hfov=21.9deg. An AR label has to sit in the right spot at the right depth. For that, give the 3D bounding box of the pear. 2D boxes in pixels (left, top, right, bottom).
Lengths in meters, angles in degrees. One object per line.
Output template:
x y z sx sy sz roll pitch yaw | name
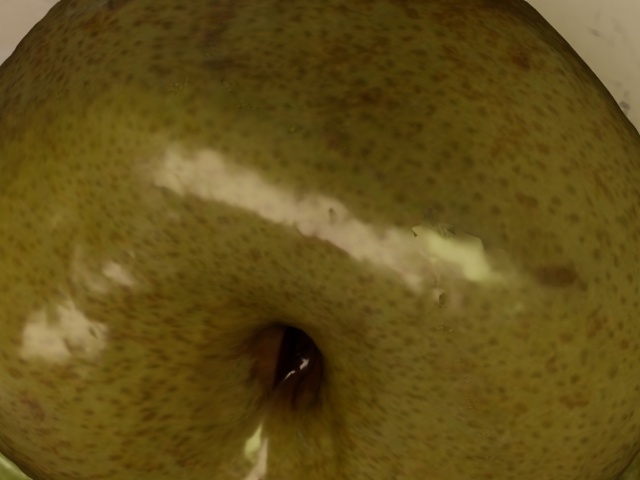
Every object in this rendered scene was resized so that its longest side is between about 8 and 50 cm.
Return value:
0.000 0.000 0.512 0.228 0.211 0.188 13 118 4 | pear

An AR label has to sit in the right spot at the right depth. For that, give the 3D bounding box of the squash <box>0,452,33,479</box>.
-0.105 0.103 0.596 0.137 0.137 0.287 -42 94 18 | squash

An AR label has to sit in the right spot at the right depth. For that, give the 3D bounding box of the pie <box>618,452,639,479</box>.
0.239 0.084 0.515 0.323 0.070 0.323 2 97 17 | pie
